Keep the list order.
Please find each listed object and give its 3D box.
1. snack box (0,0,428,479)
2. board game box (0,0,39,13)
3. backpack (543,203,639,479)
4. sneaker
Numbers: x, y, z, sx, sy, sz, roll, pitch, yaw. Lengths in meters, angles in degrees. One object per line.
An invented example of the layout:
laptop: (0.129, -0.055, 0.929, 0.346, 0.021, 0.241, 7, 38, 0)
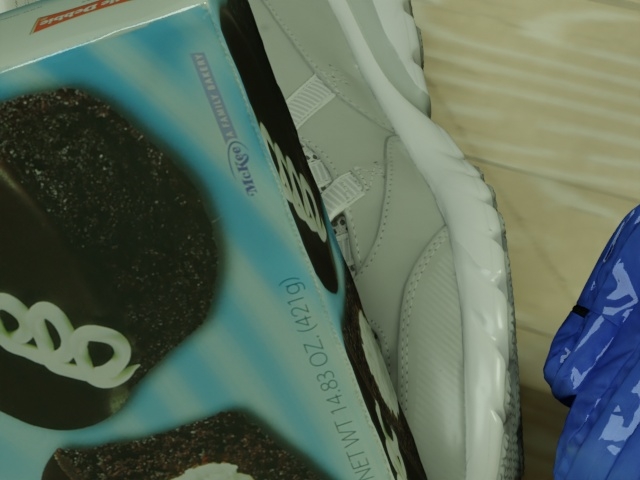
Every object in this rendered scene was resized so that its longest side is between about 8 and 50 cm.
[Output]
snack box: (-0.061, 0.094, 0.519, 0.187, 0.322, 0.060, -17, 25, 9)
board game box: (-0.109, -0.073, 0.671, 0.053, 0.193, 0.305, -18, 60, 8)
backpack: (0.127, 0.055, 0.591, 0.101, 0.098, 0.120, 25, 86, 32)
sneaker: (0.000, 0.000, 0.649, 0.115, 0.105, 0.281, -15, 49, -3)
